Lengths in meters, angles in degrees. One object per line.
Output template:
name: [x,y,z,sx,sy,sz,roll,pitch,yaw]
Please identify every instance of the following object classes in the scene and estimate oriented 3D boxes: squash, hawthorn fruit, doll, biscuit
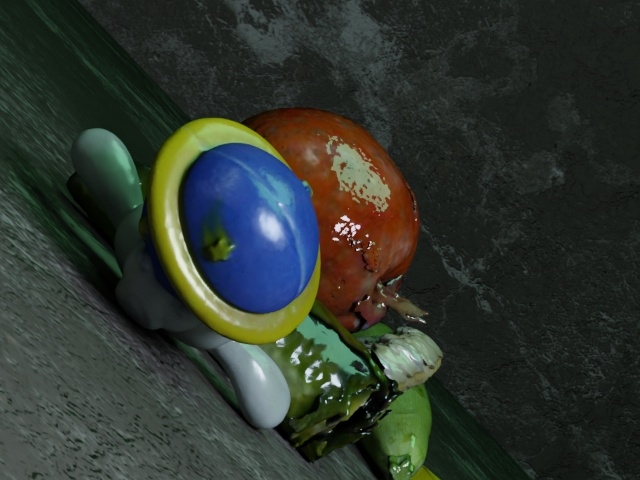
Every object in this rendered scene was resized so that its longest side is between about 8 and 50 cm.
squash: [0.081,0.200,1.831,0.118,0.118,0.370,47,6,-20]
hawthorn fruit: [0.000,0.000,1.633,0.307,0.276,0.276,38,-2,29]
doll: [-0.091,0.043,1.228,0.159,0.243,0.311,-46,115,-49]
biscuit: [0.049,0.153,1.615,0.281,0.179,0.084,-13,84,-79]

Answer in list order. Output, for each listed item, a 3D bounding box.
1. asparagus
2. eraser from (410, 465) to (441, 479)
asparagus: [-0.083,0.053,1.414,0.382,0.128,0.108,47,-33,-2]
eraser: [0.164,0.346,1.800,0.122,0.045,0.097,43,5,-43]
